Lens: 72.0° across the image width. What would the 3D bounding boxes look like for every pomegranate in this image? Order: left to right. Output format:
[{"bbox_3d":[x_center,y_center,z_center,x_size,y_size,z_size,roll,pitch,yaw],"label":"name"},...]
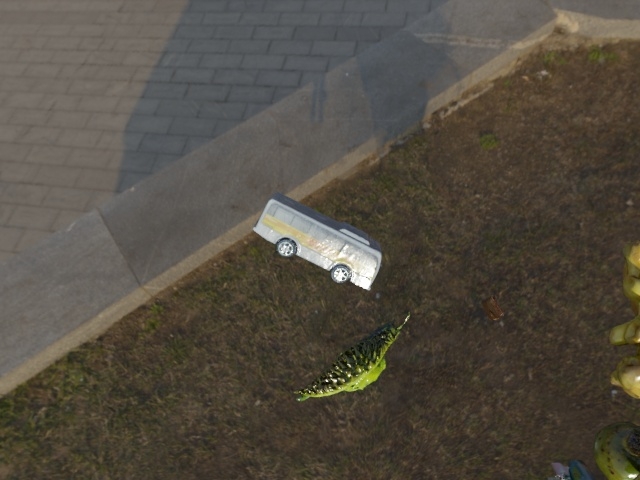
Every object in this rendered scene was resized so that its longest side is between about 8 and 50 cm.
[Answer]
[{"bbox_3d":[0.603,0.418,0.855,0.130,0.130,0.130,-3,59,5],"label":"pomegranate"}]

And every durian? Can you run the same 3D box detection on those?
[{"bbox_3d":[0.102,0.325,1.157,0.375,0.132,0.107,-34,50,-3],"label":"durian"}]

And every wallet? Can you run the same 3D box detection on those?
[{"bbox_3d":[0.698,0.277,1.796,0.026,0.176,0.095,-21,75,1],"label":"wallet"}]

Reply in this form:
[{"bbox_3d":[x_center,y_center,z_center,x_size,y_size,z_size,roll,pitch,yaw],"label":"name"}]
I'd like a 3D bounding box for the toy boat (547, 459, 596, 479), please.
[{"bbox_3d":[0.664,0.696,1.078,0.092,0.134,0.299,-3,23,2],"label":"toy boat"}]

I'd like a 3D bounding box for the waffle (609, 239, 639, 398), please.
[{"bbox_3d":[0.416,0.109,0.402,0.309,0.065,0.283,37,66,20],"label":"waffle"}]

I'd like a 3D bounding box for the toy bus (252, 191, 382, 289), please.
[{"bbox_3d":[0.000,0.000,0.641,0.190,0.064,0.075,25,107,-3],"label":"toy bus"}]

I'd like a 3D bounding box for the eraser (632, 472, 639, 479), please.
[{"bbox_3d":[0.585,0.434,0.672,0.226,0.158,0.069,25,25,-4],"label":"eraser"}]
